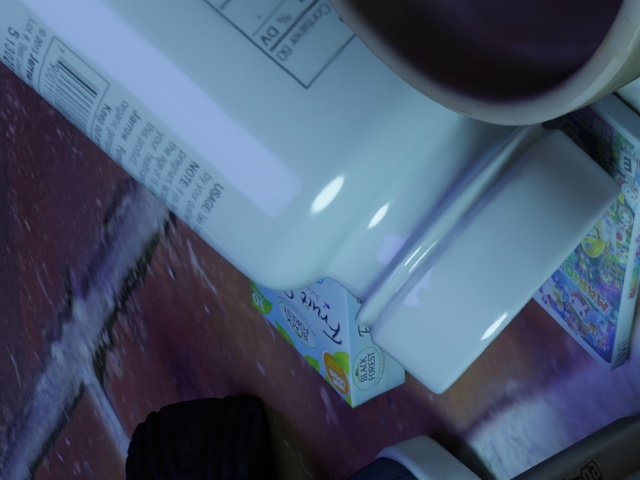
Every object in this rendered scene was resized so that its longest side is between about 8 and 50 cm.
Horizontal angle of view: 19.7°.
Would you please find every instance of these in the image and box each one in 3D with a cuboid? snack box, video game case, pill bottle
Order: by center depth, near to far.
[{"bbox_3d":[-0.008,-0.056,0.678,0.229,0.131,0.131,41,153,5],"label":"pill bottle"},{"bbox_3d":[0.097,-0.017,0.727,0.087,0.011,0.122,47,151,37],"label":"video game case"},{"bbox_3d":[0.000,0.000,0.918,0.100,0.037,0.141,45,150,41],"label":"snack box"}]

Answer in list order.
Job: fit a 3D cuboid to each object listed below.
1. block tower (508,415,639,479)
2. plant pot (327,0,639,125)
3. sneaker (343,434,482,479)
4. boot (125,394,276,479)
[{"bbox_3d":[0.171,0.238,0.716,0.335,0.091,0.097,66,156,-2],"label":"block tower"},{"bbox_3d":[0.063,-0.162,0.535,0.237,0.110,0.237,48,152,36],"label":"plant pot"},{"bbox_3d":[0.033,0.272,0.970,0.131,0.148,0.350,31,139,54],"label":"sneaker"},{"bbox_3d":[-0.062,0.261,1.069,0.338,0.118,0.223,-63,-36,-60],"label":"boot"}]
